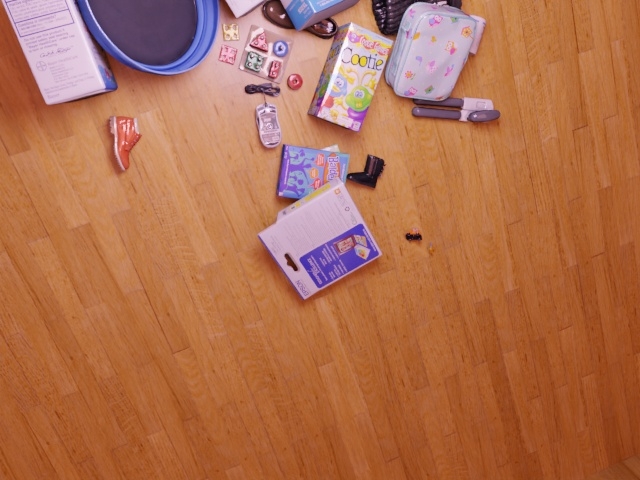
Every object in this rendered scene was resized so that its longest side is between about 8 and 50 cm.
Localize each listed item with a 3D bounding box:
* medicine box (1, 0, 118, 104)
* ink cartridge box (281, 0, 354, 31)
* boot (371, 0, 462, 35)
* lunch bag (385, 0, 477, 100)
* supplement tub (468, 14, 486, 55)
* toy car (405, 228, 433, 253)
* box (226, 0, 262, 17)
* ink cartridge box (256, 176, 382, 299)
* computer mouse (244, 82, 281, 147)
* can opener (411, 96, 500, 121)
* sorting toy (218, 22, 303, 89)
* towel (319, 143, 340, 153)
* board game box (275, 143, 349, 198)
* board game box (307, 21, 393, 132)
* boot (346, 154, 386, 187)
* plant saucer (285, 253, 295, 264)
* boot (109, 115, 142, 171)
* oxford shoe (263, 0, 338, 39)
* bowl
[{"bbox_3d":[-0.651,-0.505,1.395,0.149,0.263,0.289,-18,109,-8],"label":"medicine box"},{"bbox_3d":[-0.031,-0.768,1.490,0.223,0.129,0.308,-34,100,-21],"label":"ink cartridge box"},{"bbox_3d":[0.269,-0.800,1.606,0.260,0.131,0.348,-15,108,-9],"label":"boot"},{"bbox_3d":[0.321,-0.565,1.642,0.223,0.108,0.279,1,131,-19],"label":"lunch bag"},{"bbox_3d":[0.472,-0.645,1.730,0.071,0.071,0.107,13,102,-17],"label":"supplement tub"},{"bbox_3d":[0.343,-0.001,1.905,0.122,0.060,0.041,46,47,-36],"label":"toy car"},{"bbox_3d":[-0.217,-0.712,1.477,0.119,0.182,0.181,-29,111,12],"label":"box"},{"bbox_3d":[0.000,0.000,1.752,0.307,0.072,0.304,-29,121,5],"label":"ink cartridge box"},{"bbox_3d":[-0.165,-0.378,1.667,0.106,0.042,0.193,-9,101,-16],"label":"computer mouse"},{"bbox_3d":[0.440,-0.424,1.769,0.283,0.095,0.076,1,104,-14],"label":"can opener"},{"bbox_3d":[-0.165,-0.550,1.616,0.274,0.046,0.132,17,100,-17],"label":"sorting toy"},{"bbox_3d":[0.003,-0.231,1.756,0.152,0.023,0.113,-23,110,-7],"label":"towel"},{"bbox_3d":[-0.024,-0.207,1.720,0.210,0.047,0.160,5,102,-17],"label":"board game box"},{"bbox_3d":[0.084,-0.482,1.643,0.144,0.142,0.275,17,101,-17],"label":"board game box"},{"bbox_3d":[0.148,-0.229,1.779,0.121,0.045,0.099,13,105,-25],"label":"boot"},{"bbox_3d":[-0.070,0.050,1.819,0.067,0.018,0.192,-44,109,1],"label":"plant saucer"},{"bbox_3d":[-0.557,-0.280,1.591,0.084,0.059,0.158,-6,105,-17],"label":"boot"},{"bbox_3d":[-0.052,-0.648,1.591,0.227,0.096,0.083,9,104,-14],"label":"oxford shoe"},{"bbox_3d":[-0.438,-0.622,1.414,0.391,0.077,0.392,-5,96,-47],"label":"bowl"}]
